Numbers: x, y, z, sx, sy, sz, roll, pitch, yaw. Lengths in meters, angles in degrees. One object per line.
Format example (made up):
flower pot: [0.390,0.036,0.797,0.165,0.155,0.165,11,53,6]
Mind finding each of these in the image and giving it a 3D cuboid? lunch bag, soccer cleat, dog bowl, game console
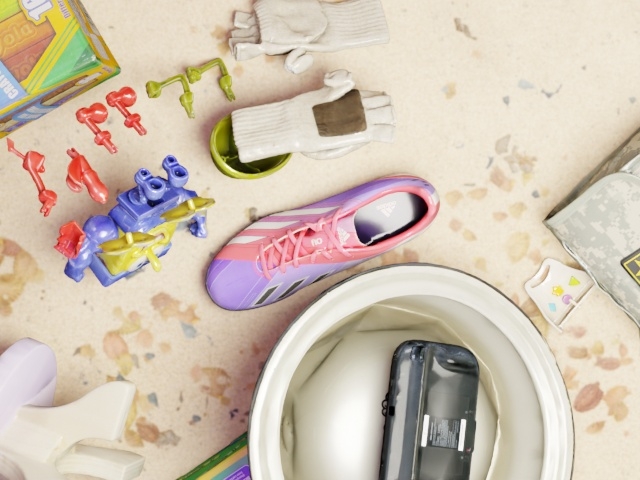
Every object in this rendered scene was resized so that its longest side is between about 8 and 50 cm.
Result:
lunch bag: [0.453,-0.029,1.303,0.287,0.169,0.235,-44,92,2]
soccer cleat: [0.000,0.000,1.317,0.318,0.116,0.108,-23,94,-1]
dog bowl: [0.093,0.237,1.268,0.408,0.150,0.408,2,82,-17]
game console: [0.127,0.295,1.171,0.213,0.044,0.361,10,80,-18]

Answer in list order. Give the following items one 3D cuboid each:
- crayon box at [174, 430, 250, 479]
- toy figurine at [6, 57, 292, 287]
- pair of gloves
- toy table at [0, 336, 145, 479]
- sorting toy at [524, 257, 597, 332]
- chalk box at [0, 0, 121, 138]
crayon box: [-0.103,0.357,1.352,0.278,0.081,0.165,-34,94,0]
toy figurine: [-0.224,-0.052,1.306,0.191,0.217,0.362,46,47,10]
pair of gloves: [-0.011,-0.210,1.295,0.204,0.042,0.240,-2,64,-1]
toy table: [-0.335,0.273,1.278,0.161,0.252,0.274,19,104,14]
sorting toy: [0.309,0.064,1.370,0.075,0.045,0.083,41,91,4]
chalk box: [-0.419,-0.217,1.261,0.289,0.179,0.180,-29,93,0]
